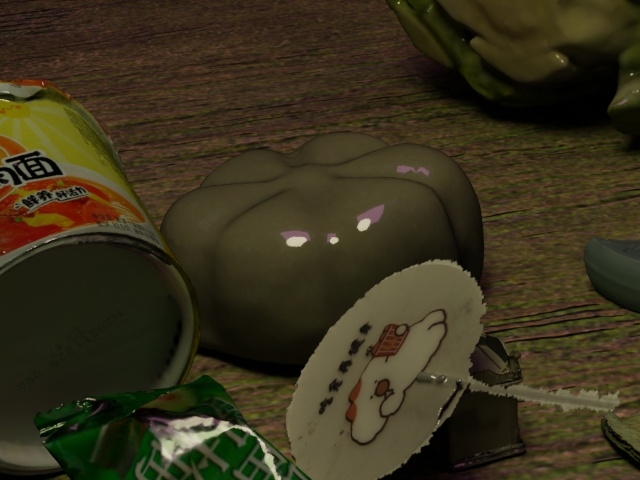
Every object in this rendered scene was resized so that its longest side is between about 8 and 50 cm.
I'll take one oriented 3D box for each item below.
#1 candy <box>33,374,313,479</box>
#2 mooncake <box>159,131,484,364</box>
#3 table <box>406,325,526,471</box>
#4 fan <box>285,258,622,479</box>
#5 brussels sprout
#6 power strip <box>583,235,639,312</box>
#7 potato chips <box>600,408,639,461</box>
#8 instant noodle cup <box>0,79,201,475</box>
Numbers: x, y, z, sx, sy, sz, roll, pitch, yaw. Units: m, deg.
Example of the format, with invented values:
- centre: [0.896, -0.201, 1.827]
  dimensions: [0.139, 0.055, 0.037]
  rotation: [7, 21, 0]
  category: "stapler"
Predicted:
- centre: [-0.083, 0.166, 1.146]
  dimensions: [0.141, 0.078, 0.203]
  rotation: [-29, 45, -22]
  category: "candy"
- centre: [0.000, 0.000, 1.416]
  dimensions: [0.275, 0.135, 0.275]
  rotation: [-7, 23, 3]
  category: "mooncake"
- centre: [0.105, 0.107, 1.224]
  dimensions: [0.062, 0.083, 0.079]
  rotation: [-13, 26, -17]
  category: "table"
- centre: [0.083, 0.094, 1.155]
  dimensions: [0.329, 0.009, 0.191]
  rotation: [5, 60, 55]
  category: "fan"
- centre: [0.292, -0.315, 1.773]
  dimensions: [0.425, 0.342, 0.361]
  rotation: [29, 47, 32]
  category: "brussels sprout"
- centre: [0.362, 0.003, 1.437]
  dimensions: [0.253, 0.054, 0.167]
  rotation: [-21, 33, -30]
  category: "power strip"
- centre: [0.295, 0.144, 1.187]
  dimensions: [0.209, 0.026, 0.142]
  rotation: [4, 30, 22]
  category: "potato chips"
- centre: [-0.224, 0.039, 1.258]
  dimensions: [0.264, 0.264, 0.200]
  rotation: [-17, 38, -24]
  category: "instant noodle cup"
